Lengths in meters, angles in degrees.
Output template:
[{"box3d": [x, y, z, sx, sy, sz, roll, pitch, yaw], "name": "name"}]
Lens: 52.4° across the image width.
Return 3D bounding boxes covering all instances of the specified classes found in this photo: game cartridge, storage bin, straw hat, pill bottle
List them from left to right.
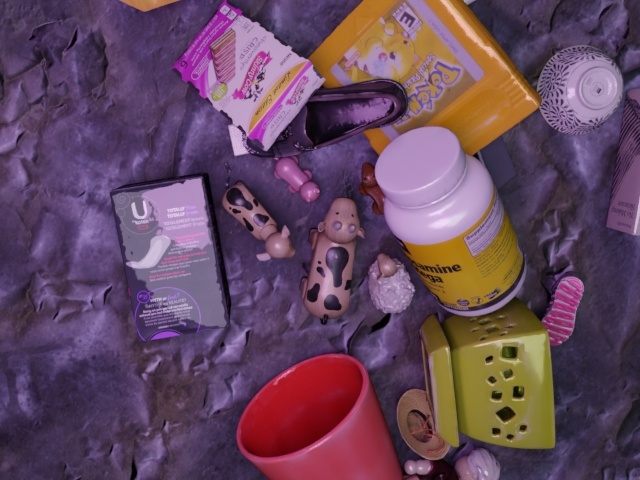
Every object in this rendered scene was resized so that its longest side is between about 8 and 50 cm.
[{"box3d": [0.192, 0.379, 1.315, 0.144, 0.145, 0.061, 39, 137, -10], "name": "straw hat"}, {"box3d": [0.166, -0.274, 1.120, 0.324, 0.053, 0.285, 49, 128, -4], "name": "game cartridge"}, {"box3d": [0.223, -0.029, 1.120, 0.187, 0.188, 0.334, -36, 131, 2], "name": "pill bottle"}, {"box3d": [0.302, -0.147, 1.227, 0.091, 0.098, 0.135, -29, 102, -27], "name": "storage bin"}]

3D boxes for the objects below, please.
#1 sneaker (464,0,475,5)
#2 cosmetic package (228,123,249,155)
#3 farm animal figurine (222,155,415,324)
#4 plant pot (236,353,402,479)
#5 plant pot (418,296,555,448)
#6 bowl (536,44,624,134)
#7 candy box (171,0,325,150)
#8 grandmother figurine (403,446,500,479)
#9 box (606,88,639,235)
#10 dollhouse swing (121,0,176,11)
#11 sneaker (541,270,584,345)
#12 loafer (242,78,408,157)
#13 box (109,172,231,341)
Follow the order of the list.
[{"box3d": [0.168, -0.439, 1.170, 0.216, 0.079, 0.121, -29, 97, -7], "name": "sneaker"}, {"box3d": [-0.109, -0.196, 1.203, 0.115, 0.041, 0.060, -10, 101, -3], "name": "cosmetic package"}, {"box3d": [0.000, 0.000, 1.179, 0.329, 0.172, 0.327, -8, 101, -3], "name": "farm animal figurine"}, {"box3d": [0.018, 0.389, 1.219, 0.274, 0.275, 0.243, -30, 111, 1], "name": "plant pot"}, {"box3d": [0.303, 0.248, 1.227, 0.207, 0.228, 0.227, -7, 101, 4], "name": "plant pot"}, {"box3d": [0.502, -0.283, 1.218, 0.169, 0.080, 0.170, -1, 100, -5], "name": "bowl"}, {"box3d": [-0.128, -0.284, 1.107, 0.233, 0.071, 0.159, 42, 95, 28], "name": "candy box"}, {"box3d": [0.205, 0.508, 1.326, 0.342, 0.104, 0.208, -17, 135, -5], "name": "grandmother figurine"}, {"box3d": [0.631, -0.148, 1.237, 0.094, 0.113, 0.276, 4, 98, -5], "name": "box"}, {"box3d": [-0.264, -0.621, 1.089, 0.346, 0.315, 0.305, -19, 139, -1], "name": "dollhouse swing"}, {"box3d": [0.483, 0.132, 1.299, 0.063, 0.075, 0.171, 18, 121, 18], "name": "sneaker"}, {"box3d": [-0.002, -0.208, 1.108, 0.302, 0.095, 0.109, -13, 105, 13], "name": "loafer"}, {"box3d": [-0.263, 0.024, 1.176, 0.165, 0.143, 0.271, -9, 100, -5], "name": "box"}]
